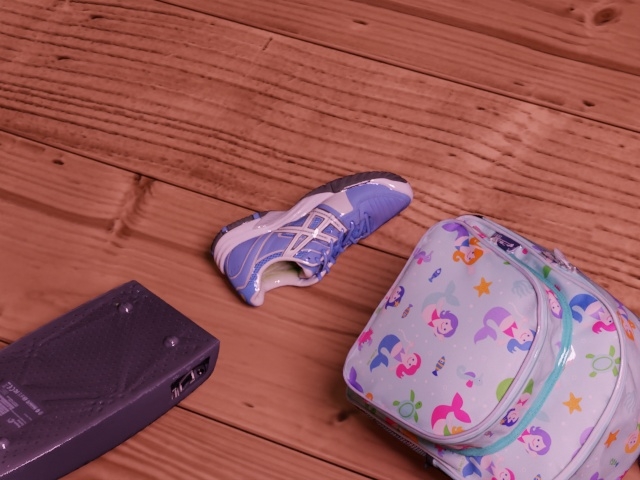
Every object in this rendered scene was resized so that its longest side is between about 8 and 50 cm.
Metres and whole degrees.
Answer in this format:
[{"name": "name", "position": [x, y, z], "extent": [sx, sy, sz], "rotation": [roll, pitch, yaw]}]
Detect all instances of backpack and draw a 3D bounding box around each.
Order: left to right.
[{"name": "backpack", "position": [0.164, 0.113, 1.584], "extent": [0.253, 0.191, 0.225], "rotation": [35, 94, 34]}]

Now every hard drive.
[{"name": "hard drive", "position": [-0.234, 0.141, 1.705], "extent": [0.254, 0.054, 0.172], "rotation": [-31, 39, -25]}]

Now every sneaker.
[{"name": "sneaker", "position": [0.000, 0.000, 1.816], "extent": [0.211, 0.080, 0.081], "rotation": [-25, 56, -1]}]

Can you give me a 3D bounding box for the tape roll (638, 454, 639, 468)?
[{"name": "tape roll", "position": [0.376, 0.167, 1.607], "extent": [0.189, 0.080, 0.189], "rotation": [-4, 48, 4]}]
